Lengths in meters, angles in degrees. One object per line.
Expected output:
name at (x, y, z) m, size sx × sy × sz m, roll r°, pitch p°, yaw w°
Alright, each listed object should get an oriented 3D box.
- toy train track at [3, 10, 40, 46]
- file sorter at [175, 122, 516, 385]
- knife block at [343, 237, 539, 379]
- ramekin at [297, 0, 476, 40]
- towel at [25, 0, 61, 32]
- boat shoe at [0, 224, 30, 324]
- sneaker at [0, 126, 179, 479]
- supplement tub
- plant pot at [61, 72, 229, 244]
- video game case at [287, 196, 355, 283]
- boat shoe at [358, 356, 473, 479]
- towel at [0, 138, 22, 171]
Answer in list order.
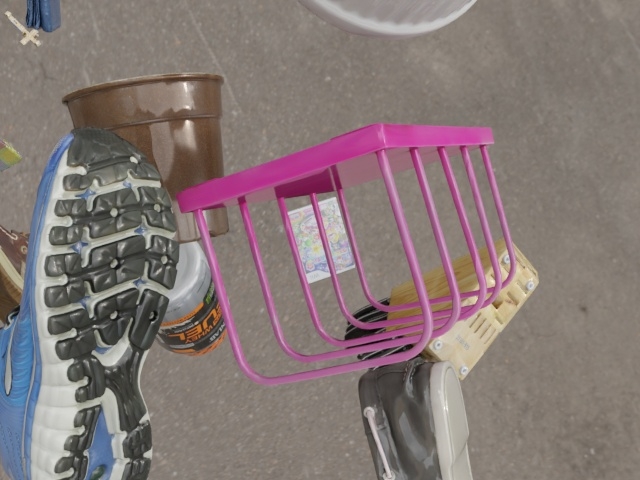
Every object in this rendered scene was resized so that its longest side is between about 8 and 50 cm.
toy train track at (-0.588, -0.419, 1.394) m, size 0.083 × 0.014 × 0.048 m, roll 46°, pitch 50°, yaw -25°
file sorter at (0.051, 0.005, 0.678) m, size 0.290 × 0.202 × 0.182 m, roll -15°, pitch 90°, yaw -60°
knife block at (0.166, 0.105, 1.096) m, size 0.276 × 0.242 × 0.088 m, roll -49°, pitch 116°, yaw -9°
ramekin at (0.059, -0.251, 0.473) m, size 0.207 × 0.109 × 0.207 m, roll 1°, pitch 88°, yaw -21°
towel at (-0.323, -0.305, 0.816) m, size 0.029 × 0.119 × 0.067 m, roll 1°, pitch 22°, yaw -6°
boat shoe at (-0.504, 0.043, 1.158) m, size 0.342 × 0.123 × 0.123 m, roll 54°, pitch 32°, yaw -27°
sneaker at (-0.215, 0.070, 0.572) m, size 0.130 × 0.147 × 0.330 m, roll -3°, pitch 106°, yaw -56°
supplement tub at (-0.186, 0.076, 0.926) m, size 0.117 × 0.190 × 0.117 m, roll -4°, pitch 60°, yaw 7°
plant pot at (-0.169, -0.078, 0.742) m, size 0.167 × 0.167 × 0.165 m, roll -13°, pitch 97°, yaw -30°
video game case at (0.000, 0.000, 1.138) m, size 0.087 × 0.011 × 0.122 m, roll -19°, pitch 102°, yaw -14°
boat shoe at (0.106, 0.283, 0.699) m, size 0.112 × 0.095 × 0.335 m, roll -2°, pitch 84°, yaw -65°
towel at (-0.669, -0.173, 1.466) m, size 0.060 × 0.083 × 0.009 m, roll 48°, pitch 23°, yaw -40°
